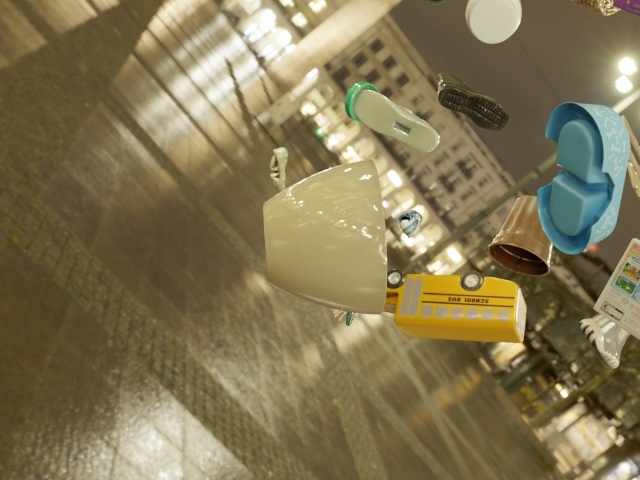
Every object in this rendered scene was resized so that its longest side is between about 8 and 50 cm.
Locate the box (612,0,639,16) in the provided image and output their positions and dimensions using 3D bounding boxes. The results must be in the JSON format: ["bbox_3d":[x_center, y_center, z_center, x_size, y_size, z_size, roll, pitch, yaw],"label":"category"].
[{"bbox_3d":[0.830,-0.554,1.729,0.201,0.293,0.057,50,-24,46],"label":"box"}]

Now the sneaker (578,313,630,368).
[{"bbox_3d":[0.589,0.174,1.518,0.086,0.132,0.228,60,14,28],"label":"sneaker"}]

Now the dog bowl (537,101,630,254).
[{"bbox_3d":[0.491,-0.118,1.463,0.166,0.074,0.297,-128,-150,-53],"label":"dog bowl"}]

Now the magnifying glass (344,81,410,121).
[{"bbox_3d":[0.141,-0.321,1.878,0.026,0.092,0.231,29,17,37],"label":"magnifying glass"}]

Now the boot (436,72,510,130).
[{"bbox_3d":[0.390,-0.366,2.010,0.197,0.077,0.137,27,30,-14],"label":"boot"}]

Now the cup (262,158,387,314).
[{"bbox_3d":[0.000,0.000,1.658,0.331,0.236,0.331,176,-90,-86],"label":"cup"}]

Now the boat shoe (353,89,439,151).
[{"bbox_3d":[0.176,-0.274,1.825,0.227,0.079,0.081,33,13,10],"label":"boat shoe"}]

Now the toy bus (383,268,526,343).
[{"bbox_3d":[0.279,0.146,1.734,0.108,0.332,0.130,51,45,-53],"label":"toy bus"}]

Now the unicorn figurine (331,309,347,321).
[{"bbox_3d":[0.084,0.164,2.206,0.060,0.111,0.162,35,20,-10],"label":"unicorn figurine"}]

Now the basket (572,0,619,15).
[{"bbox_3d":[0.802,-0.803,2.321,0.223,0.214,0.299,35,28,25],"label":"basket"}]

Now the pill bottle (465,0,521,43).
[{"bbox_3d":[0.508,-0.675,2.303,0.162,0.162,0.278,50,27,-14],"label":"pill bottle"}]

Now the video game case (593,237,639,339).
[{"bbox_3d":[0.553,0.096,1.300,0.019,0.143,0.157,1,29,-45],"label":"video game case"}]

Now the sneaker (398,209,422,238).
[{"bbox_3d":[0.259,-0.061,2.276,0.059,0.053,0.144,45,22,-13],"label":"sneaker"}]

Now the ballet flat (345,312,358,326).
[{"bbox_3d":[0.082,0.147,1.855,0.041,0.041,0.114,11,82,-82],"label":"ballet flat"}]

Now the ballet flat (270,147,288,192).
[{"bbox_3d":[-0.139,-0.223,2.512,0.057,0.052,0.168,-128,-145,-48],"label":"ballet flat"}]

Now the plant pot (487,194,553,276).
[{"bbox_3d":[0.543,-0.018,2.048,0.166,0.165,0.167,23,-18,8],"label":"plant pot"}]

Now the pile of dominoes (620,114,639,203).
[{"bbox_3d":[0.744,-0.144,1.851,0.251,0.040,0.196,43,44,-39],"label":"pile of dominoes"}]

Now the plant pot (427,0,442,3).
[{"bbox_3d":[0.272,-0.759,1.905,0.293,0.196,0.293,46,-4,4],"label":"plant pot"}]
